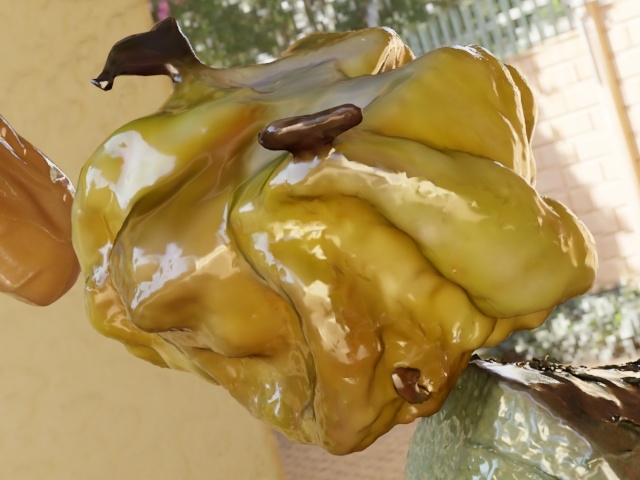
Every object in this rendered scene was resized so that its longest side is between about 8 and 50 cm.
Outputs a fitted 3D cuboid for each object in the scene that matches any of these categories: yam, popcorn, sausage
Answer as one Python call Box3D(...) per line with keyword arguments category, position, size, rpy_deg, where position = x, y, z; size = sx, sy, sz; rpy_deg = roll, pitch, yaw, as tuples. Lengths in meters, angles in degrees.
Box3D(category="yam", position=(0.180, 0.163, 0.774), size=(0.271, 0.203, 0.201), rpy_deg=(8, -7, -31))
Box3D(category="popcorn", position=(0.000, 0.000, 0.736), size=(0.297, 0.281, 0.316), rpy_deg=(-18, 33, 7))
Box3D(category="sausage", position=(-0.295, -0.044, 1.060), size=(0.120, 0.241, 0.136), rpy_deg=(-38, 35, 5))
